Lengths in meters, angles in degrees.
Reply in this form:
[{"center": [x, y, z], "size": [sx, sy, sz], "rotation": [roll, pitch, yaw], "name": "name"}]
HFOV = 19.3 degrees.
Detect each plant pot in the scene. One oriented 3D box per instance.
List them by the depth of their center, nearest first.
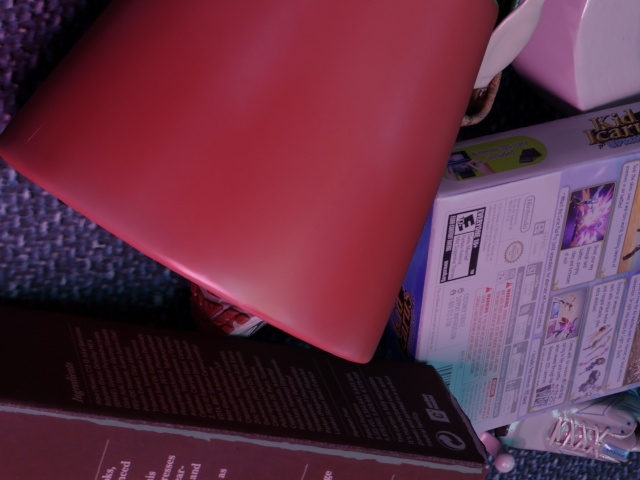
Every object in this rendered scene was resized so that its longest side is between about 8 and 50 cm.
[{"center": [-0.029, -0.092, 1.195], "size": [0.275, 0.275, 0.243], "rotation": [28, 93, -47], "name": "plant pot"}]

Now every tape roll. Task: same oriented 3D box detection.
[{"center": [0.279, -0.206, 1.455], "size": [0.286, 0.100, 0.286], "rotation": [-21, 131, -26], "name": "tape roll"}]

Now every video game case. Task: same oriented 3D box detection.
[{"center": [0.174, 0.027, 1.458], "size": [0.244, 0.061, 0.269], "rotation": [-13, 134, -19], "name": "video game case"}]

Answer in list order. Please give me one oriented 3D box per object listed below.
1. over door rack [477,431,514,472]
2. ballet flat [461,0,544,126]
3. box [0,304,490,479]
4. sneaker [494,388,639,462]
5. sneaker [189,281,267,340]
[{"center": [0.016, 0.267, 1.578], "size": [0.324, 0.108, 0.239], "rotation": [11, 113, -49], "name": "over door rack"}, {"center": [0.129, -0.219, 1.289], "size": [0.107, 0.106, 0.316], "rotation": [-6, 125, -36], "name": "ballet flat"}, {"center": [-0.097, 0.176, 1.336], "size": [0.381, 0.143, 0.191], "rotation": [9, 117, -23], "name": "box"}, {"center": [0.245, 0.171, 1.728], "size": [0.190, 0.083, 0.071], "rotation": [-2, 123, -36], "name": "sneaker"}, {"center": [0.000, 0.000, 1.398], "size": [0.225, 0.088, 0.093], "rotation": [-42, 140, -4], "name": "sneaker"}]
